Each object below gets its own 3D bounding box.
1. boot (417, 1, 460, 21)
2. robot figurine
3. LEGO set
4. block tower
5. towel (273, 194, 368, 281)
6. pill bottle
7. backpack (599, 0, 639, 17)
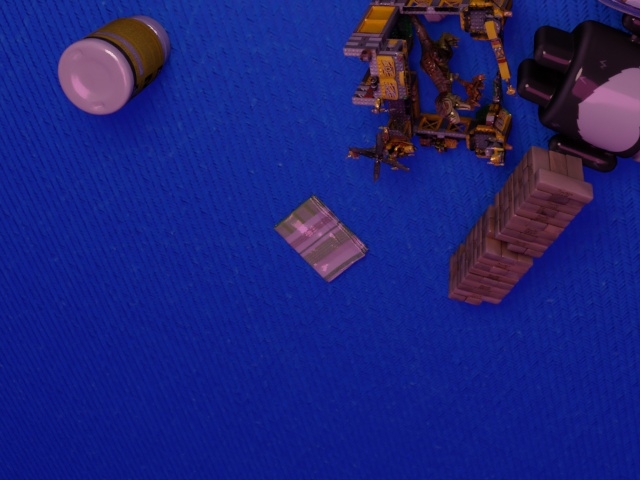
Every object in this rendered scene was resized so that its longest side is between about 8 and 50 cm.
[{"bbox_3d":[0.158,-0.456,1.182,0.123,0.095,0.258,-26,123,17],"label":"boot"},{"bbox_3d":[0.435,-0.220,1.201,0.278,0.209,0.174,22,77,0],"label":"robot figurine"},{"bbox_3d":[0.163,-0.214,1.198,0.254,0.192,0.331,14,140,16],"label":"LEGO set"},{"bbox_3d":[0.317,-0.016,1.327,0.091,0.097,0.335,14,144,-10],"label":"block tower"},{"bbox_3d":[0.000,0.000,1.507,0.152,0.023,0.113,44,117,-13],"label":"towel"},{"bbox_3d":[-0.323,-0.290,1.303,0.119,0.208,0.119,5,120,10],"label":"pill bottle"},{"bbox_3d":[0.450,-0.399,1.046,0.276,0.263,0.213,13,121,3],"label":"backpack"}]
